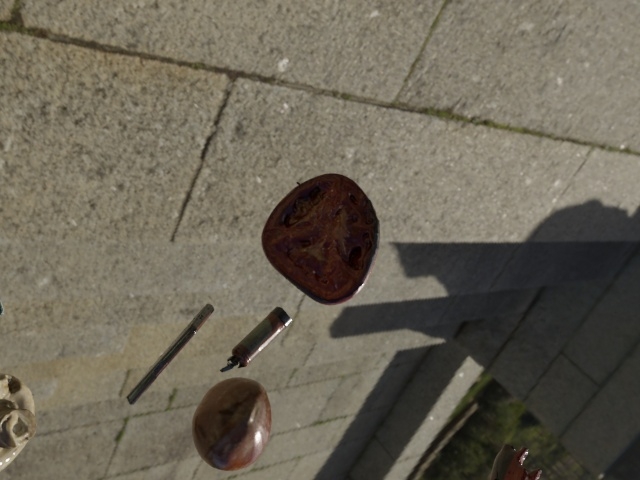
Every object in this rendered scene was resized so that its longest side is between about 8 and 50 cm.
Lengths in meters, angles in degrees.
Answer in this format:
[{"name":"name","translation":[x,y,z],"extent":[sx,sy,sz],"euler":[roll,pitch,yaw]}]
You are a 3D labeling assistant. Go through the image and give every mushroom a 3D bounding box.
[{"name":"mushroom","translation":[-0.883,0.499,1.849],"extent":[0.292,0.290,0.292],"euler":[21,66,-58]}]

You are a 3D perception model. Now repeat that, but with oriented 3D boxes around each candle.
[{"name":"candle","translation":[0.287,0.468,1.110],"extent":[0.059,0.084,0.301],"euler":[48,54,-18]}]

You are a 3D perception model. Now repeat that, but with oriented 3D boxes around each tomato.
[{"name":"tomato","translation":[0.009,0.000,0.976],"extent":[0.174,0.166,0.082],"euler":[-51,174,-16]}]

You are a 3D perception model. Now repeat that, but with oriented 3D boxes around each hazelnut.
[{"name":"hazelnut","translation":[-0.195,0.408,1.515],"extent":[0.176,0.214,0.214],"euler":[14,119,-17]}]

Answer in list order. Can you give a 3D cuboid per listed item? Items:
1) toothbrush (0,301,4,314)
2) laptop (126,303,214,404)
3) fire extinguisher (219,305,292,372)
[{"name":"toothbrush","translation":[-0.774,0.069,1.570],"extent":[0.016,0.019,0.219],"euler":[-16,94,-22]},{"name":"laptop","translation":[-0.294,0.220,1.328],"extent":[0.207,0.026,0.154],"euler":[-48,-177,13]},{"name":"fire extinguisher","translation":[-0.137,0.212,1.408],"extent":[0.177,0.062,0.050],"euler":[-42,104,-25]}]
